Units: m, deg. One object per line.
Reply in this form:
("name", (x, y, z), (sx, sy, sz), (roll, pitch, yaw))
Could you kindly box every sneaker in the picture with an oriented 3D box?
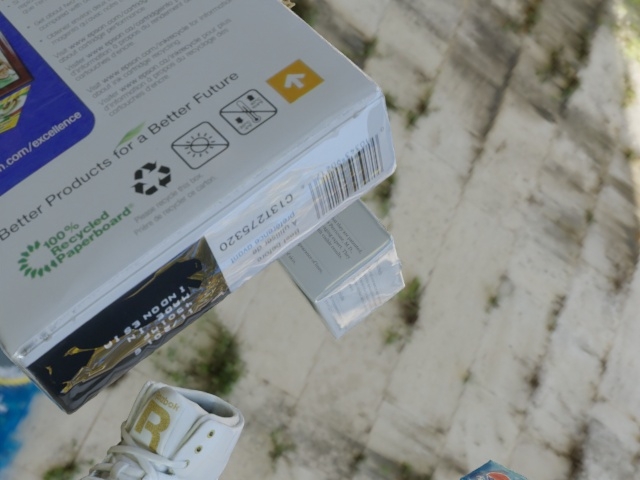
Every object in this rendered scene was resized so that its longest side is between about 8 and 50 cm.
("sneaker", (-0.171, 0.192, 0.831), (0.292, 0.108, 0.169), (-1, 116, -64))

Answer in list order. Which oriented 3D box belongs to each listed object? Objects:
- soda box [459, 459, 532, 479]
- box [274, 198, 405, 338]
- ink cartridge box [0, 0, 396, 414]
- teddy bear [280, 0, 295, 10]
("soda box", (0.192, 0.370, 1.197), (0.071, 0.067, 0.210), (20, -68, 37))
("box", (0.000, 0.000, 1.259), (0.119, 0.182, 0.181), (-37, 159, -5))
("ink cartridge box", (-0.147, -0.105, 0.498), (0.175, 0.069, 0.371), (-37, -120, -13))
("teddy bear", (-0.135, -0.097, 0.830), (0.245, 0.113, 0.338), (-47, 174, -21))
